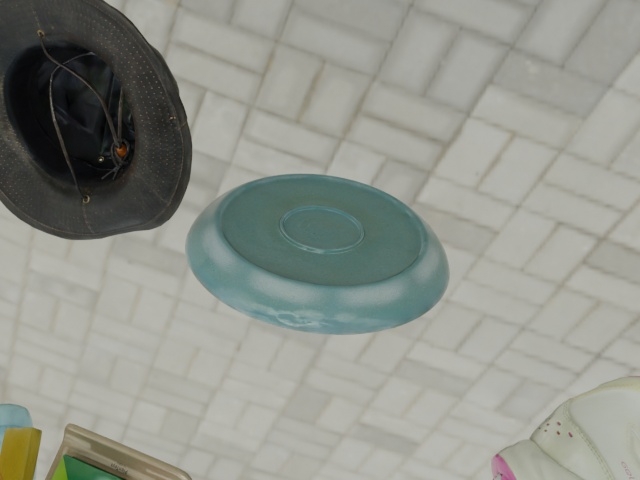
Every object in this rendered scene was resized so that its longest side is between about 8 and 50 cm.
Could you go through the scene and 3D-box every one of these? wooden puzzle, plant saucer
[{"bbox_3d":[-0.085,0.109,0.425,0.116,0.078,0.014,6,163,33],"label":"wooden puzzle"},{"bbox_3d":[0.000,0.000,1.389,0.317,0.317,0.044,12,122,5],"label":"plant saucer"}]

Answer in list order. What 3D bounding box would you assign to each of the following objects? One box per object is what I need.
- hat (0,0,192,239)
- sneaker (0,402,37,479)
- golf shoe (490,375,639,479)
[{"bbox_3d":[-0.259,-0.160,1.326,0.331,0.134,0.331,15,124,22],"label":"hat"},{"bbox_3d":[-0.379,0.183,0.975,0.366,0.150,0.135,1,157,23],"label":"sneaker"},{"bbox_3d":[0.249,0.217,0.730,0.306,0.140,0.115,47,168,5],"label":"golf shoe"}]
